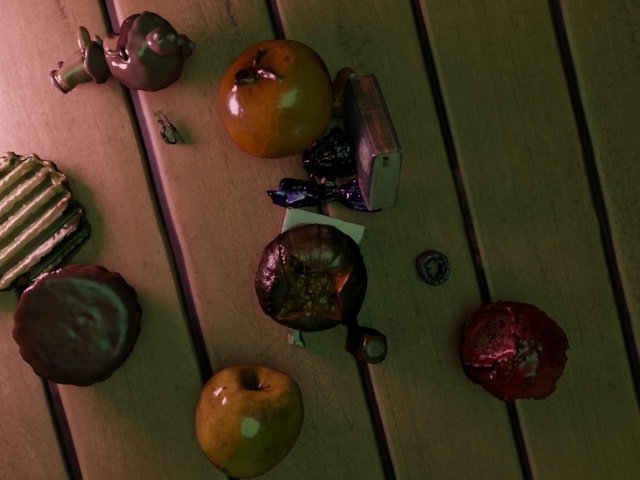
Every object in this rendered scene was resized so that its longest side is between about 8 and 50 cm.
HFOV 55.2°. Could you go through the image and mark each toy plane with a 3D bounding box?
[{"bbox_3d":[-0.441,-0.318,1.757,0.049,0.031,0.121,-38,98,-12],"label":"toy plane"}]

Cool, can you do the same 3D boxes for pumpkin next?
[{"bbox_3d":[-0.024,0.103,1.686,0.320,0.192,0.320,-1,110,-2],"label":"pumpkin"}]

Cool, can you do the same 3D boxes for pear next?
[{"bbox_3d":[-0.196,0.501,1.681,0.304,0.304,0.304,0,91,-9],"label":"pear"}]

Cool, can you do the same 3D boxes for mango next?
[{"bbox_3d":[0.071,-0.434,1.807,0.105,0.084,0.159,28,87,-14],"label":"mango"}]

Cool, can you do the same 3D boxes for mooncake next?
[{"bbox_3d":[-0.644,0.219,1.658,0.324,0.187,0.324,0,93,-7],"label":"mooncake"}]

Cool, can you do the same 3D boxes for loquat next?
[{"bbox_3d":[-0.109,-0.374,1.681,0.328,0.359,0.328,-10,66,24],"label":"loquat"}]

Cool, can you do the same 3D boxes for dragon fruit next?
[{"bbox_3d":[0.566,0.321,1.795,0.301,0.295,0.296,24,87,-11],"label":"dragon fruit"}]

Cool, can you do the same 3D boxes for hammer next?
[{"bbox_3d":[-0.049,0.202,1.819,0.158,0.041,0.226,18,88,-8],"label":"hammer"}]

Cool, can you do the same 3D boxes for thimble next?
[{"bbox_3d":[0.345,0.083,1.867,0.095,0.066,0.104,-36,99,-5],"label":"thimble"}]

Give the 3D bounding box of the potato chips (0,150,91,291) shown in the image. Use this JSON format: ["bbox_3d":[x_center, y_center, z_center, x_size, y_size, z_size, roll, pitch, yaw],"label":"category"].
[{"bbox_3d":[-0.862,-0.036,1.682,0.429,0.070,0.358,-43,94,-7],"label":"potato chips"}]

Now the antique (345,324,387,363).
[{"bbox_3d":[0.134,0.300,1.758,0.080,0.221,0.081,10,89,-9],"label":"antique"}]

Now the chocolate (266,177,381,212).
[{"bbox_3d":[0.012,-0.140,1.793,0.343,0.126,0.148,-2,52,-6],"label":"chocolate"}]

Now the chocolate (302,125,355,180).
[{"bbox_3d":[0.013,-0.232,1.709,0.133,0.156,0.156,-19,94,-9],"label":"chocolate"}]

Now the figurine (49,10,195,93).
[{"bbox_3d":[-0.535,-0.488,1.655,0.380,0.248,0.203,-12,98,5],"label":"figurine"}]

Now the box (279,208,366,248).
[{"bbox_3d":[0.000,0.000,1.810,0.242,0.067,0.155,13,91,-8],"label":"box"}]

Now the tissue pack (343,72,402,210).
[{"bbox_3d":[0.138,-0.271,1.679,0.103,0.228,0.316,-8,54,-7],"label":"tissue pack"}]
